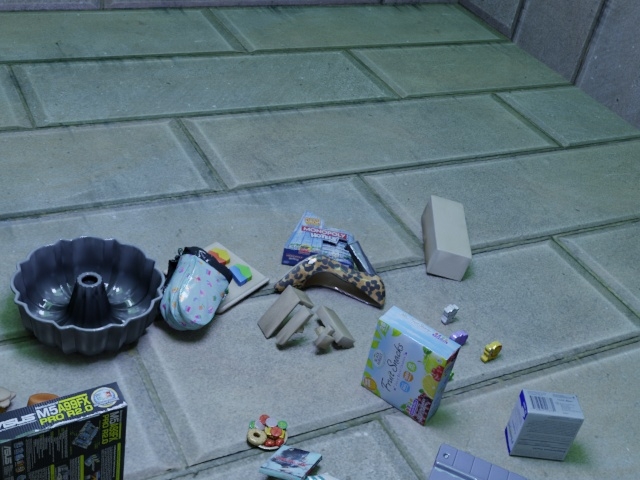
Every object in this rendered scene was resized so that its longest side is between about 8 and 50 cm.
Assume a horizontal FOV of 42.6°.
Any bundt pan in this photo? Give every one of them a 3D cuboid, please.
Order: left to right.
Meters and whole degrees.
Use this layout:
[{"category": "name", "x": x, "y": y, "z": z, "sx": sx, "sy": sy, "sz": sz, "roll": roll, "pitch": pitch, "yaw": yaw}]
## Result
[{"category": "bundt pan", "x": -0.517, "y": 0.132, "z": 1.831, "sx": 0.330, "sy": 0.124, "sz": 0.331, "roll": 9, "pitch": 36, "yaw": -6}]

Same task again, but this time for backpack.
[{"category": "backpack", "x": -0.291, "y": 0.117, "z": 1.878, "sx": 0.152, "sy": 0.115, "sz": 0.182, "roll": 38, "pitch": 58, "yaw": -22}]

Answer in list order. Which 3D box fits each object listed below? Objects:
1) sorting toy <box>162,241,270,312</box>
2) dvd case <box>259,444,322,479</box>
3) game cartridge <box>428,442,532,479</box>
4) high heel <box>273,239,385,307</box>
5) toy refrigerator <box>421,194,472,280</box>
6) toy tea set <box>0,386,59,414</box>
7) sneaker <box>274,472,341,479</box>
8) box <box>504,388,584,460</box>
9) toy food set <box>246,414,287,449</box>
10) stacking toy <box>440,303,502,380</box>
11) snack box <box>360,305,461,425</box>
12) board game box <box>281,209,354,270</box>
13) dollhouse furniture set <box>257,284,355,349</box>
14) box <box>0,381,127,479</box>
[{"category": "sorting toy", "x": -0.259, "y": 0.083, "z": 2.048, "sx": 0.208, "sy": 0.038, "sz": 0.193, "roll": 31, "pitch": 40, "yaw": 24}, {"category": "dvd case", "x": -0.056, "y": 0.434, "z": 1.595, "sx": 0.087, "sy": 0.013, "sz": 0.119, "roll": 9, "pitch": 12, "yaw": 19}, {"category": "game cartridge", "x": 0.288, "y": 0.556, "z": 1.544, "sx": 0.230, "sy": 0.068, "sz": 0.355, "roll": 17, "pitch": 35, "yaw": 14}, {"category": "high heel", "x": 0.030, "y": 0.123, "z": 2.060, "sx": 0.261, "sy": 0.093, "sz": 0.186, "roll": -23, "pitch": 71, "yaw": -17}, {"category": "toy refrigerator", "x": 0.350, "y": -0.008, "z": 2.310, "sx": 0.102, "sy": 0.094, "sz": 0.270, "roll": 15, "pitch": 36, "yaw": -8}, {"category": "toy tea set", "x": -0.540, "y": 0.369, "z": 1.543, "sx": 0.335, "sy": 0.124, "sz": 0.200, "roll": 8, "pitch": 6, "yaw": 0}, {"category": "sneaker", "x": -0.014, "y": 0.478, "z": 1.575, "sx": 0.161, "sy": 0.057, "sz": 0.075, "roll": 9, "pitch": 16, "yaw": 0}, {"category": "box", "x": 0.475, "y": 0.394, "z": 1.751, "sx": 0.126, "sy": 0.137, "sz": 0.072, "roll": 8, "pitch": 34, "yaw": -6}, {"category": "toy food set", "x": -0.108, "y": 0.393, "z": 1.681, "sx": 0.083, "sy": 0.020, "sz": 0.083, "roll": 13, "pitch": 35, "yaw": 2}, {"category": "stacking toy", "x": 0.305, "y": 0.247, "z": 1.978, "sx": 0.221, "sy": 0.052, "sz": 0.167, "roll": -17, "pitch": 44, "yaw": -34}, {"category": "snack box", "x": 0.191, "y": 0.271, "z": 1.776, "sx": 0.174, "sy": 0.207, "sz": 0.070, "roll": 31, "pitch": 39, "yaw": 23}, {"category": "board game box", "x": 0.000, "y": 0.000, "z": 2.220, "sx": 0.194, "sy": 0.060, "sz": 0.194, "roll": 9, "pitch": 36, "yaw": -4}, {"category": "dollhouse furniture set", "x": -0.034, "y": 0.216, "z": 1.942, "sx": 0.151, "sy": 0.123, "sz": 0.144, "roll": 28, "pitch": 18, "yaw": -45}, {"category": "box", "x": -0.443, "y": 0.377, "z": 1.391, "sx": 0.216, "sy": 0.270, "sz": 0.060, "roll": -13, "pitch": 44, "yaw": -30}]
